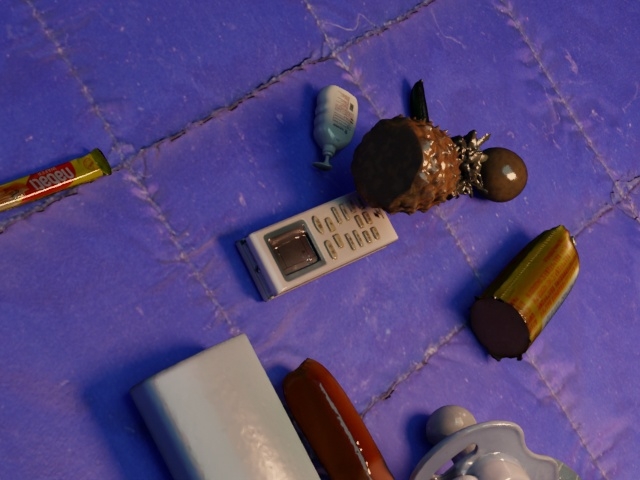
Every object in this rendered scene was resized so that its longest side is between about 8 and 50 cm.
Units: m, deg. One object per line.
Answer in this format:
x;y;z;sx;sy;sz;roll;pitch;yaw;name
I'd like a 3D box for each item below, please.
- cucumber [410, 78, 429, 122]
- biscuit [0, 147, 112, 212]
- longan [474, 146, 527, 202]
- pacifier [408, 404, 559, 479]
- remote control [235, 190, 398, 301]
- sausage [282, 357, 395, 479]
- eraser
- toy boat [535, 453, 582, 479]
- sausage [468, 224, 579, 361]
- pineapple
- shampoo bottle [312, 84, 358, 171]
0.177;-0.195;2.223;0.036;0.033;0.184;30;50;-54;cucumber
-0.405;-0.066;1.714;0.292;0.026;0.048;-26;67;-42;biscuit
0.314;-0.120;2.258;0.106;0.106;0.119;22;16;-29;longan
0.221;0.349;1.932;0.287;0.238;0.226;40;16;-38;pacifier
0.000;0.000;1.978;0.277;0.055;0.103;-23;84;-42;remote control
0.039;0.308;1.836;0.300;0.083;0.089;60;8;9;sausage
-0.115;0.290;1.722;0.189;0.104;0.290;-24;85;-38;eraser
0.399;0.395;2.120;0.096;0.034;0.122;-32;89;-48;toy boat
0.370;0.067;2.197;0.317;0.117;0.125;-45;114;-43;sausage
0.189;-0.116;2.083;0.340;0.169;0.169;2;67;-58;pineapple
0.021;-0.177;2.083;0.077;0.045;0.152;27;53;-28;shampoo bottle
